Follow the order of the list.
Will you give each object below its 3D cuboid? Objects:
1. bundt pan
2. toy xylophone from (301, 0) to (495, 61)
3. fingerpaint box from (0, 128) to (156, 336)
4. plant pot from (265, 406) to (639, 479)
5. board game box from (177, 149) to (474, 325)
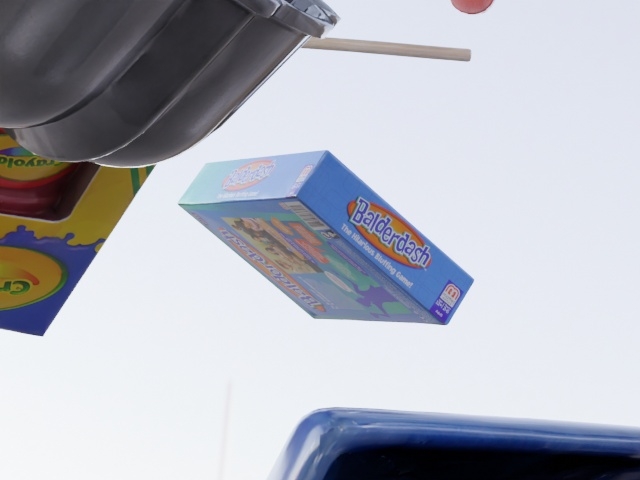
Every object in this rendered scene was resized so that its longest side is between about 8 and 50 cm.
[{"bbox_3d":[-0.157,-0.148,0.869,0.331,0.124,0.331,35,12,-8],"label":"bundt pan"},{"bbox_3d":[0.049,-0.273,1.637,0.322,0.236,0.081,0,-3,11],"label":"toy xylophone"},{"bbox_3d":[-0.306,-0.141,1.169,0.444,0.163,0.371,13,-46,-29],"label":"fingerpaint box"},{"bbox_3d":[0.072,0.189,0.656,0.236,0.236,0.212,7,27,-42],"label":"plant pot"},{"bbox_3d":[0.000,0.000,1.481,0.160,0.047,0.210,41,-19,-22],"label":"board game box"}]
